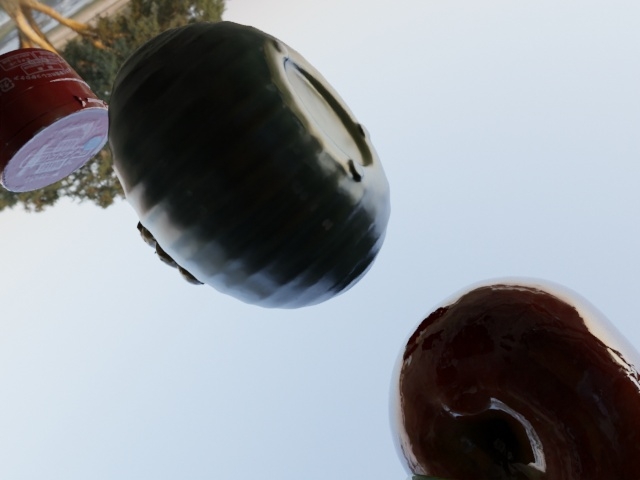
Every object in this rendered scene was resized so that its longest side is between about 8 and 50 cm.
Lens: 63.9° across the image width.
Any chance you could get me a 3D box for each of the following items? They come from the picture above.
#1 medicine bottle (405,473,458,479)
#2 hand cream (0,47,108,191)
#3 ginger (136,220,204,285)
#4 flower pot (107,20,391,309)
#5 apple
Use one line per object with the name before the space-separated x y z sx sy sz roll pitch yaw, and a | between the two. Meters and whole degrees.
medicine bottle | 0.107 0.213 0.401 0.083 0.047 0.047 10 -146 -3
hand cream | -0.494 -0.207 0.888 0.230 0.149 0.230 -39 -177 2
ginger | -0.255 0.012 0.939 0.204 0.104 0.080 32 -93 42
flower pot | -0.049 -0.057 0.407 0.157 0.243 0.189 -33 -161 26
apple | 0.200 0.170 0.528 0.261 0.260 0.217 -15 177 32
